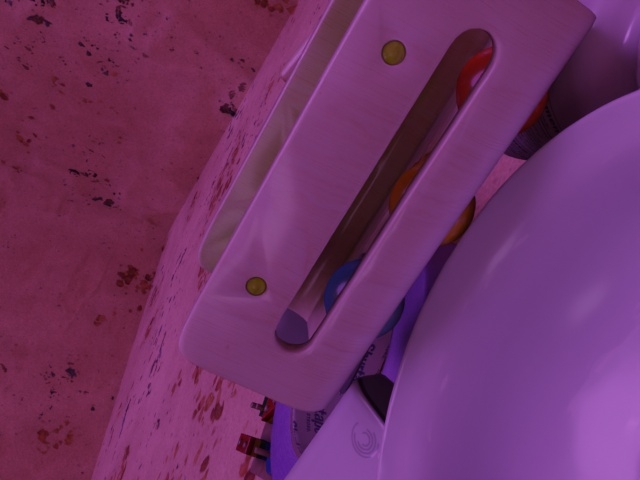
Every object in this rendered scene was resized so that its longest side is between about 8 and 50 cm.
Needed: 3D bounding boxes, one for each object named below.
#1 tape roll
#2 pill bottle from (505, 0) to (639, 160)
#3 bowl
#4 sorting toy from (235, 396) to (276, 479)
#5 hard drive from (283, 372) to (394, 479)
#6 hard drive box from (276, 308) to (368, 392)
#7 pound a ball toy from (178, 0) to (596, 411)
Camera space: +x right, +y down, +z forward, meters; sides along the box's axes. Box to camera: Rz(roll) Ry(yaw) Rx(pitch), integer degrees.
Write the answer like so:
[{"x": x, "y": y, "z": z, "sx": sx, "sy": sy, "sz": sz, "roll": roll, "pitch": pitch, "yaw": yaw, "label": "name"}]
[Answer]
[{"x": 0.053, "y": 0.122, "z": 0.652, "sx": 0.275, "sy": 0.090, "sz": 0.275, "roll": -56, "pitch": 20, "yaw": 32, "label": "tape roll"}, {"x": 0.194, "y": -0.109, "z": 0.453, "sx": 0.131, "sy": 0.131, "sz": 0.229, "roll": -66, "pitch": 18, "yaw": 3, "label": "pill bottle"}, {"x": 0.154, "y": 0.090, "z": 0.317, "sx": 0.298, "sy": 0.134, "sz": 0.298, "roll": -55, "pitch": 21, "yaw": 34, "label": "bowl"}, {"x": -0.058, "y": 0.228, "z": 0.918, "sx": 0.132, "sy": 0.046, "sz": 0.274, "roll": -19, "pitch": 50, "yaw": 67, "label": "sorting toy"}, {"x": 0.015, "y": 0.274, "z": 0.499, "sx": 0.203, "sy": 0.040, "sz": 0.307, "roll": 50, "pitch": 122, "yaw": 34, "label": "hard drive"}, {"x": 0.000, "y": 0.000, "z": 0.664, "sx": 0.181, "sy": 0.089, "sz": 0.232, "roll": -64, "pitch": 18, "yaw": 9, "label": "hard drive box"}, {"x": 0.042, "y": -0.076, "z": 0.459, "sx": 0.319, "sy": 0.135, "sz": 0.208, "roll": -58, "pitch": 16, "yaw": 20, "label": "pound a ball toy"}]
